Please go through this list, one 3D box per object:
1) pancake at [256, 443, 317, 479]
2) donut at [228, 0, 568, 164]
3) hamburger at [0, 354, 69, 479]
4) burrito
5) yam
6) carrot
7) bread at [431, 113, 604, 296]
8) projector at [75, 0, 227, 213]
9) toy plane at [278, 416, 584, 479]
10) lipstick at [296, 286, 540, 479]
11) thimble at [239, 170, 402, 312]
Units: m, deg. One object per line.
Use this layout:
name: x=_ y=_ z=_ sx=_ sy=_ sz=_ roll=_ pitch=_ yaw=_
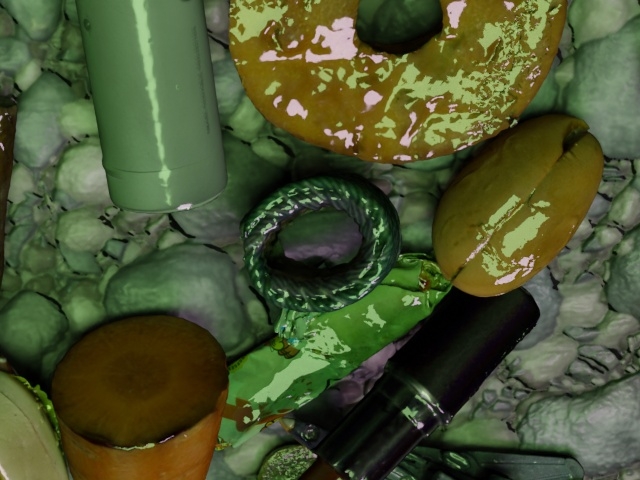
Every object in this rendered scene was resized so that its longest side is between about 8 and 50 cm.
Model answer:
pancake: x=-0.017 y=0.247 z=1.475 sx=0.108 sy=0.017 sz=0.108 roll=-3 pitch=114 yaw=-6
donut: x=0.058 y=-0.196 z=1.226 sx=0.277 sy=0.108 sz=0.278 roll=-3 pitch=115 yaw=-6
hamburger: x=-0.321 y=0.201 z=1.371 sx=0.173 sy=0.116 sz=0.210 roll=-13 pitch=121 yaw=12
burrito: x=-0.008 y=0.089 z=1.386 sx=0.288 sy=0.054 sz=0.104 roll=-34 pitch=112 yaw=11
yam: x=-0.300 y=-0.015 z=1.300 sx=0.056 sy=0.057 sz=0.241 roll=8 pitch=114 yaw=-10
carrot: x=-0.159 y=0.205 z=1.375 sx=0.159 sy=0.159 sz=0.225 roll=-4 pitch=127 yaw=-5
bread: x=0.175 y=-0.034 z=1.318 sx=0.114 sy=0.077 sz=0.189 roll=42 pitch=96 yaw=15
projector: x=-0.147 y=-0.192 z=1.206 sx=0.108 sy=0.108 sz=0.338 roll=-8 pitch=116 yaw=-3
toy plane: x=0.103 y=0.245 z=1.438 sx=0.316 sy=0.103 sz=0.204 roll=31 pitch=75 yaw=-18
lipstick: x=0.081 y=0.147 z=1.353 sx=0.300 sy=0.081 sz=0.081 roll=-46 pitch=114 yaw=-11
thimble: x=0.002 y=0.001 z=1.305 sx=0.135 sy=0.090 sz=0.119 roll=-18 pitch=91 yaw=10
